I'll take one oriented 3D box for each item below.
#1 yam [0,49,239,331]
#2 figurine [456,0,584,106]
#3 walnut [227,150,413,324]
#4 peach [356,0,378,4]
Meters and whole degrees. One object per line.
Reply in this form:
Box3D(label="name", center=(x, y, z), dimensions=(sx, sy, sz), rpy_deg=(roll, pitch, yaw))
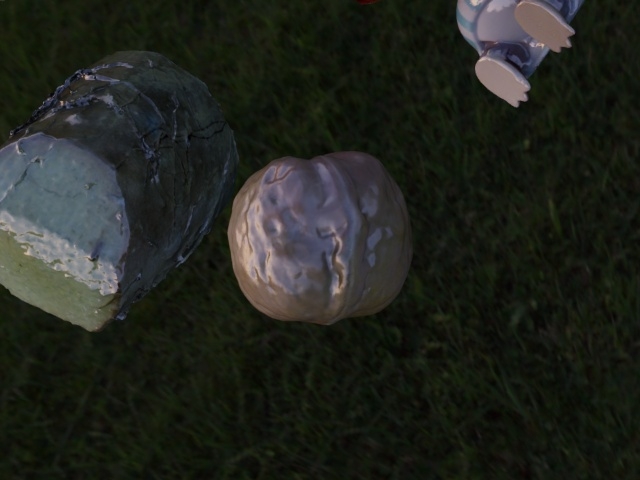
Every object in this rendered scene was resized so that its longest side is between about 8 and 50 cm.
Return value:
Box3D(label="yam", center=(-0.205, -0.053, 1.182), dimensions=(0.202, 0.201, 0.271), rpy_deg=(19, 38, 10))
Box3D(label="figurine", center=(0.177, -0.401, 1.548), dimensions=(0.378, 0.266, 0.361), rpy_deg=(32, 50, 3))
Box3D(label="walnut", center=(0.001, 0.000, 1.688), dimensions=(0.248, 0.248, 0.248), rpy_deg=(-6, 69, 16))
Box3D(label="peach", center=(0.034, -0.227, 0.996), dimensions=(0.098, 0.098, 0.061), rpy_deg=(-42, 31, 0))
